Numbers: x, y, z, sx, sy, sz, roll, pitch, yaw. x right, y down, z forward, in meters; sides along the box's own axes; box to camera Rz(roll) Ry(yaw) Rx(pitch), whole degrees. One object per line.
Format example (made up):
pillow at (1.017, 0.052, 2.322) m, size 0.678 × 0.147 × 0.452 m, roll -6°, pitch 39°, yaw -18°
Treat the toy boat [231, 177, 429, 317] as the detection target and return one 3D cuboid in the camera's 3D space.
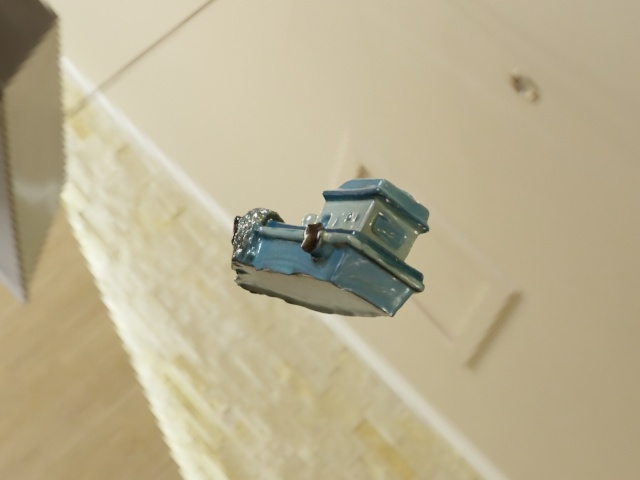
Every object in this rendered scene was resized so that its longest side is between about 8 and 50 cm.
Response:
toy boat at (0.000, 0.000, 1.240) m, size 0.109 × 0.098 × 0.238 m, roll 33°, pitch -14°, yaw -24°
